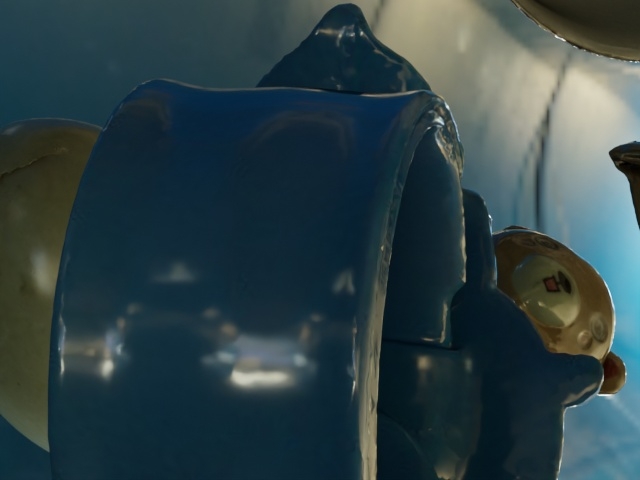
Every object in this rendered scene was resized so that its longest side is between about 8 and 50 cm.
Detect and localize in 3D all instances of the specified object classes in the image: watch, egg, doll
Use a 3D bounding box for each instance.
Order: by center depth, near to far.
[{"bbox_3d":[-0.002,0.020,0.803,0.274,0.242,0.305,36,-124,-73],"label":"watch"},{"bbox_3d":[-0.145,0.037,1.161,0.253,0.187,0.186,64,-151,-16],"label":"egg"},{"bbox_3d":[0.168,0.095,1.862,0.330,0.174,0.235,-12,-120,-38],"label":"doll"}]

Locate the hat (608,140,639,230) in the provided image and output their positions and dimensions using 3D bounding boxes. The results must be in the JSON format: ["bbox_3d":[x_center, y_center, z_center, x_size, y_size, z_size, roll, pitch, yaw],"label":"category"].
[{"bbox_3d":[0.351,-0.027,1.540,0.144,0.166,0.173,-13,-91,-62],"label":"hat"}]

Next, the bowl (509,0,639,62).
[{"bbox_3d":[0.094,-0.158,0.667,0.189,0.086,0.189,-2,-85,-30],"label":"bowl"}]
